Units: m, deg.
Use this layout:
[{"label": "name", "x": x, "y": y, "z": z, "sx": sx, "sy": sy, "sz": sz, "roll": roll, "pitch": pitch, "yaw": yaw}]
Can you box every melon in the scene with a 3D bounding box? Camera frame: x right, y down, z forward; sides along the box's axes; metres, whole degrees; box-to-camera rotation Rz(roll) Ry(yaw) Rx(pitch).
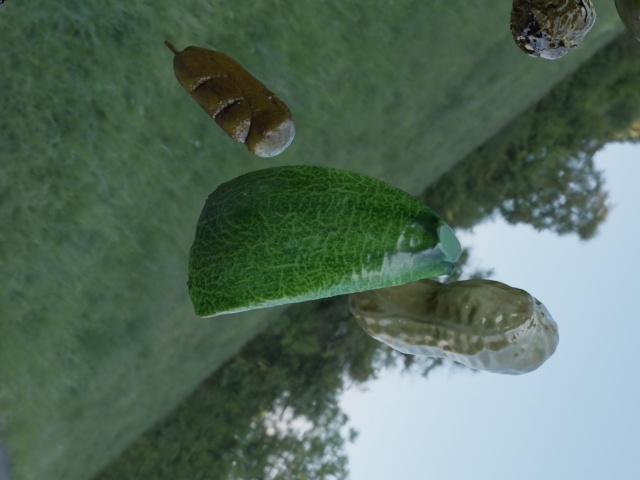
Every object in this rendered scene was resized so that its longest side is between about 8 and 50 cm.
[{"label": "melon", "x": 0.000, "y": 0.000, "z": 0.942, "sx": 0.124, "sy": 0.323, "sz": 0.196, "roll": 44, "pitch": 46, "yaw": -53}]

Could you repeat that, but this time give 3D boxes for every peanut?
[{"label": "peanut", "x": 0.169, "y": 0.103, "z": 1.048, "sx": 0.120, "sy": 0.298, "sz": 0.136, "roll": -59, "pitch": 140, "yaw": -32}]

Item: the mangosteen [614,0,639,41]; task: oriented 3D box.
[{"label": "mangosteen", "x": 0.461, "y": -0.413, "z": 0.822, "sx": 0.421, "sy": 0.381, "sz": 0.381, "roll": -26, "pitch": -174, "yaw": 11}]

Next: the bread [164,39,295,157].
[{"label": "bread", "x": -0.182, "y": -0.276, "z": 1.457, "sx": 0.124, "sy": 0.344, "sz": 0.084, "roll": -30, "pitch": 153, "yaw": -39}]

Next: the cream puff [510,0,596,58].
[{"label": "cream puff", "x": 0.339, "y": -0.338, "z": 1.160, "sx": 0.104, "sy": 0.133, "sz": 0.119, "roll": -37, "pitch": -159, "yaw": -16}]

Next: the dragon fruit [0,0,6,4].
[{"label": "dragon fruit", "x": -0.475, "y": -0.293, "z": 0.898, "sx": 0.246, "sy": 0.125, "sz": 0.125, "roll": -19, "pitch": -162, "yaw": 2}]
